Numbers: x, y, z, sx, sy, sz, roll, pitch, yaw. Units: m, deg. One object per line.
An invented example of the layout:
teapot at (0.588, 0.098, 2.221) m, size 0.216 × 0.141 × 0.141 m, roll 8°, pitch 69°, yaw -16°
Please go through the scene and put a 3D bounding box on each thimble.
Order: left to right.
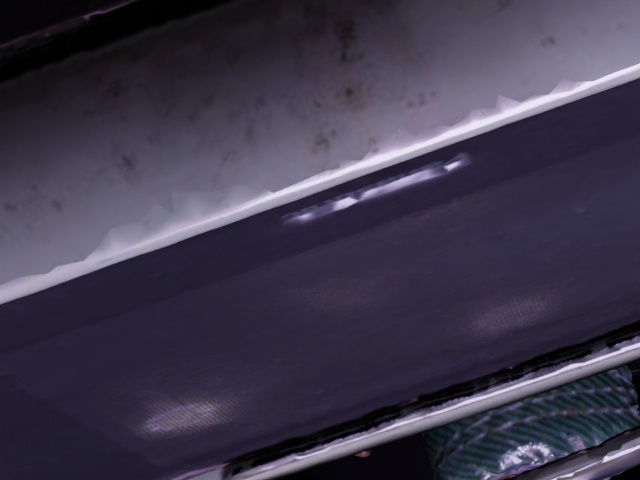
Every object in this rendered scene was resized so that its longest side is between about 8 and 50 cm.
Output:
thimble at (0.133, 0.119, 1.176) m, size 0.135 × 0.090 × 0.118 m, roll -8°, pitch 152°, yaw -14°

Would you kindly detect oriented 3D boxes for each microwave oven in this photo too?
microwave oven at (-0.022, -0.106, 0.505) m, size 0.394 × 0.333 × 0.247 m, roll -19°, pitch 153°, yaw 8°

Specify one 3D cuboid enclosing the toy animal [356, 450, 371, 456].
toy animal at (0.000, 0.000, 0.887) m, size 0.298 × 0.122 × 0.185 m, roll 10°, pitch 138°, yaw -6°
